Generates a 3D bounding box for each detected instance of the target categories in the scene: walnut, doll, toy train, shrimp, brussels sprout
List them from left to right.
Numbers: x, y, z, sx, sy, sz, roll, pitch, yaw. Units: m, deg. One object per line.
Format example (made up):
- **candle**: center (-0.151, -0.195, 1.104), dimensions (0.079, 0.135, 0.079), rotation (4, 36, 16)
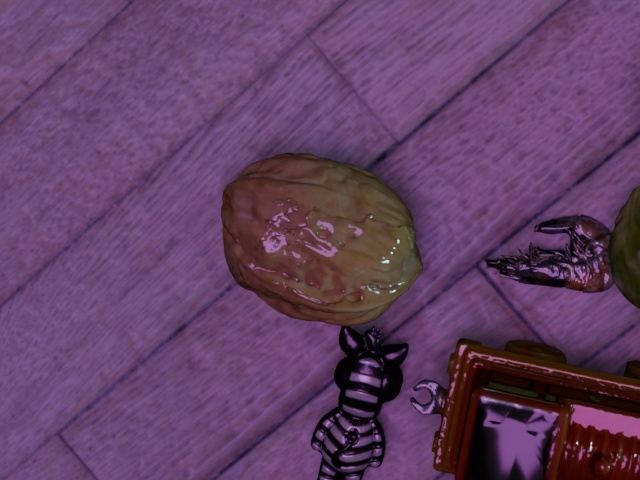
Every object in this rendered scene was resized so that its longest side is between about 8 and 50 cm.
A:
- **walnut**: center (0.000, 0.000, 1.807), dimensions (0.244, 0.198, 0.198), rotation (16, 100, 1)
- **doll**: center (0.045, 0.203, 1.887), dimensions (0.091, 0.067, 0.219), rotation (16, 106, 5)
- **shrimp**: center (0.273, 0.014, 1.839), dimensions (0.161, 0.034, 0.091), rotation (2, 86, 4)
- **toy train**: center (0.278, 0.219, 1.761), dimensions (0.369, 0.231, 0.163), rotation (12, 100, 8)
- **brussels sprout**: center (0.381, 0.008, 1.760), dimensions (0.117, 0.155, 0.155), rotation (-10, 96, 12)
